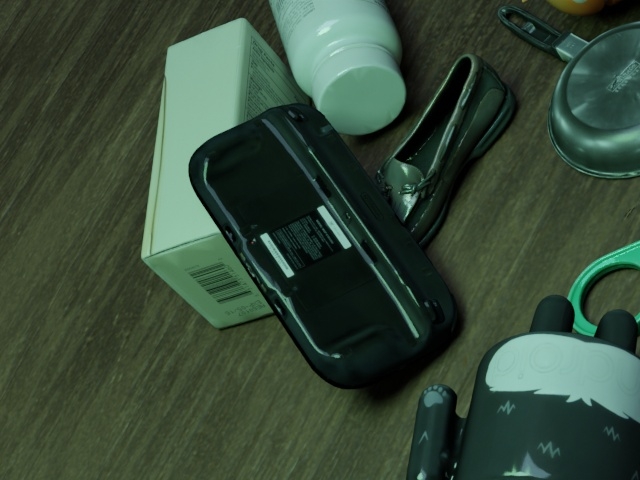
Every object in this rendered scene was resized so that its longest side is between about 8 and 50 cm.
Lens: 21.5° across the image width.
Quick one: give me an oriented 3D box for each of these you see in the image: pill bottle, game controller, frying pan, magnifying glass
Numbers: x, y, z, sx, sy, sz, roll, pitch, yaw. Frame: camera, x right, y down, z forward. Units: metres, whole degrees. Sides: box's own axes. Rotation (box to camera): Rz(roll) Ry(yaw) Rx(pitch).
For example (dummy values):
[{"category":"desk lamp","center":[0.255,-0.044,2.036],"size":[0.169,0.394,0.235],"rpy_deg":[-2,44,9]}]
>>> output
[{"category":"pill bottle","center":[0.023,-0.231,1.943],"size":[0.131,0.131,0.229],"rpy_deg":[-30,44,13]},{"category":"game controller","center":[0.000,0.000,1.720],"size":[0.166,0.067,0.319],"rpy_deg":[-29,68,-14]},{"category":"frying pan","center":[0.309,-0.199,1.779],"size":[0.197,0.053,0.326],"rpy_deg":[-28,48,13]},{"category":"magnifying glass","center":[0.330,0.010,1.610],"size":[0.231,0.026,0.092],"rpy_deg":[-42,43,-1]}]

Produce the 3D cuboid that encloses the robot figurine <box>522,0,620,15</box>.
[{"category":"robot figurine","center":[0.312,-0.320,1.797],"size":[0.219,0.128,0.158],"rpy_deg":[-28,29,-3]}]

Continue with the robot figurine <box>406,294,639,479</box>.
[{"category":"robot figurine","center":[0.204,0.190,1.453],"size":[0.209,0.173,0.278],"rpy_deg":[-11,51,38]}]

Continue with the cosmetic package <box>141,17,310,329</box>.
[{"category":"cosmetic package","center":[-0.100,-0.076,1.889],"size":[0.113,0.160,0.309],"rpy_deg":[-18,47,24]}]

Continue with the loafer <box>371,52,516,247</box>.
[{"category":"loafer","center":[0.103,-0.084,1.802],"size":[0.096,0.084,0.267],"rpy_deg":[24,73,44]}]
